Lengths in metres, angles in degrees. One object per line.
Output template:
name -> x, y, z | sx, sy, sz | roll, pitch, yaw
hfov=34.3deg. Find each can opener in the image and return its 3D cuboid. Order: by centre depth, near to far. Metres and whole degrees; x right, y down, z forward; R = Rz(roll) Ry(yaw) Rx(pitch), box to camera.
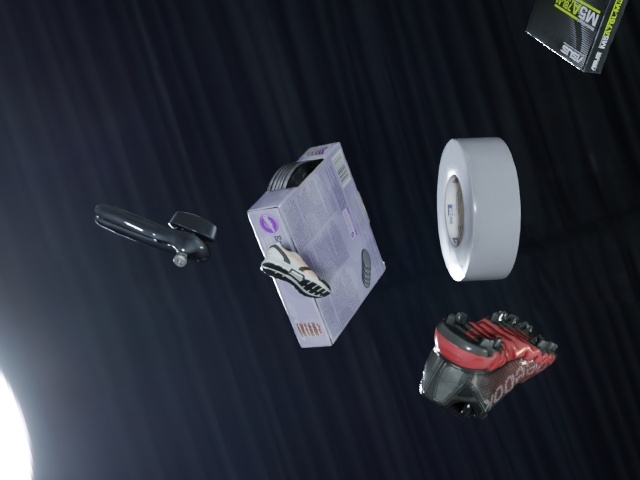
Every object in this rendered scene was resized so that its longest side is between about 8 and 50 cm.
can opener -> -0.248, -0.011, 1.540 | 0.186, 0.073, 0.059 | 15, 144, 3

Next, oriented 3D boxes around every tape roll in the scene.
tape roll -> 0.238, -0.048, 1.585 | 0.072, 0.219, 0.219 | -3, 177, -7

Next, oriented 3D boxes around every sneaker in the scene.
sneaker -> -0.027, 0.039, 1.364 | 0.109, 0.044, 0.040 | 34, 139, -28
sneaker -> 0.222, 0.170, 1.392 | 0.097, 0.135, 0.276 | 35, -162, 33

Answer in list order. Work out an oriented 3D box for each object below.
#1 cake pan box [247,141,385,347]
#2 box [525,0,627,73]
cake pan box -> 0.000, 0.000, 1.684 | 0.070, 0.267, 0.246 | -8, -154, 29
box -> 0.440, -0.405, 1.764 | 0.045, 0.184, 0.191 | 3, -149, -26
